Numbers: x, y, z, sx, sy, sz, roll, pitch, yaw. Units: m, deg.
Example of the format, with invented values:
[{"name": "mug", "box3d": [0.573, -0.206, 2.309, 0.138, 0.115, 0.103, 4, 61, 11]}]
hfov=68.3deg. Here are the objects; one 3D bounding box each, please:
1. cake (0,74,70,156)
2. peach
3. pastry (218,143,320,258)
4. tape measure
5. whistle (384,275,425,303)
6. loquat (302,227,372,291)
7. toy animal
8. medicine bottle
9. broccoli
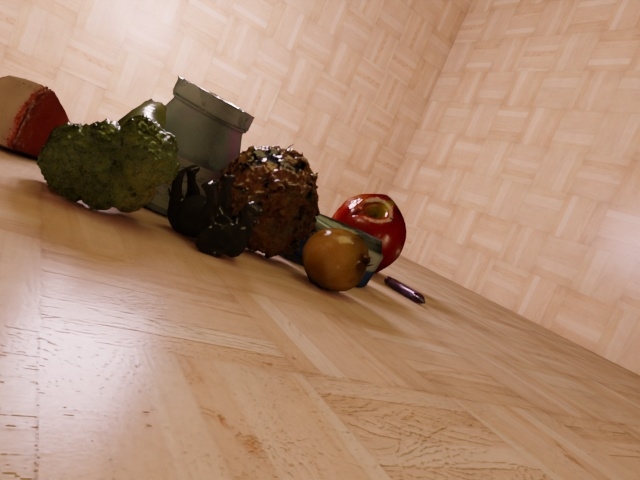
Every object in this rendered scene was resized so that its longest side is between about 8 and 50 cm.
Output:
[{"name": "cake", "box3d": [-0.652, -0.278, 1.122, 0.158, 0.160, 0.262, 21, 3, 15]}, {"name": "peach", "box3d": [0.159, -0.010, 1.674, 0.281, 0.281, 0.338, 24, -33, 4]}, {"name": "pastry", "box3d": [-0.106, -0.090, 1.067, 0.274, 0.275, 0.192, 19, -7, -39]}, {"name": "tape measure", "box3d": [0.036, 0.017, 1.281, 0.262, 0.138, 0.259, 25, 7, 16]}, {"name": "whistle", "box3d": [0.257, 0.151, 1.456, 0.033, 0.033, 0.176, 20, 6, -33]}, {"name": "loquat", "box3d": [0.034, 0.041, 1.015, 0.163, 0.137, 0.163, 22, -12, 5]}, {"name": "toy animal", "box3d": [-0.203, -0.056, 0.905, 0.114, 0.146, 0.245, -8, 23, -43]}, {"name": "medicine bottle", "box3d": [-0.310, -0.216, 1.129, 0.244, 0.290, 0.245, 27, 11, -6]}, {"name": "broccoli", "box3d": [-0.389, -0.145, 0.887, 0.254, 0.186, 0.302, -22, 20, -10]}]
